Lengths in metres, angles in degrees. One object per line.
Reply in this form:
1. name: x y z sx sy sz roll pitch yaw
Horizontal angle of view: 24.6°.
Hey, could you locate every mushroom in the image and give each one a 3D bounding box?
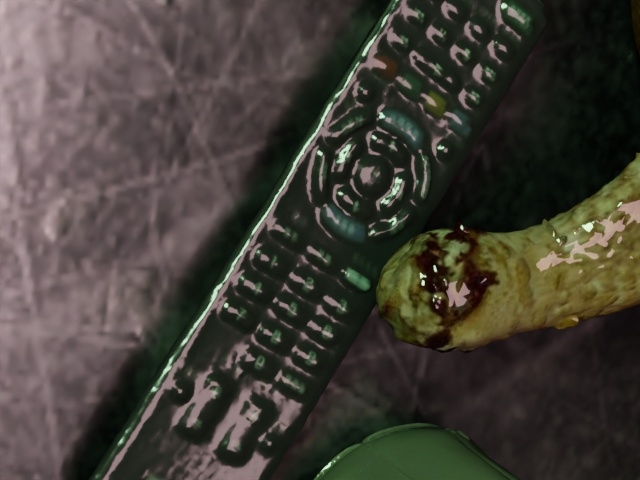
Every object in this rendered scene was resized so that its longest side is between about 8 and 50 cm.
1. mushroom: 0.124 -0.001 0.543 0.218 0.148 0.227 -31 106 -12

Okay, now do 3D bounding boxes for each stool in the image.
1. stool: 0.047 0.123 0.532 0.096 0.110 0.096 -6 104 -25

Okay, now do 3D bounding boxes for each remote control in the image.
1. remote control: 0.000 0.000 0.526 0.063 0.025 0.245 36 83 -31
